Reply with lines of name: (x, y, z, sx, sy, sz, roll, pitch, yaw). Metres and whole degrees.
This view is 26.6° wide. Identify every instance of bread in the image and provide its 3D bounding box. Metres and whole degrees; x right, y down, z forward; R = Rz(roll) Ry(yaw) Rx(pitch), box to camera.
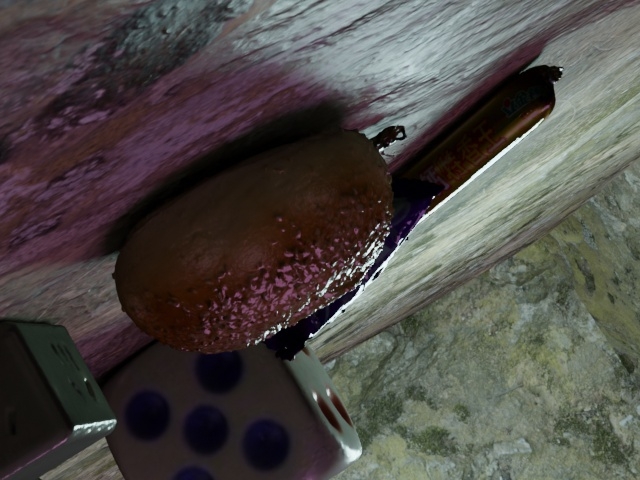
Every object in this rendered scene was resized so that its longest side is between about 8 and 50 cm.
bread: (-0.054, 0.008, 1.342, 0.306, 0.158, 0.305, -31, 170, -6)

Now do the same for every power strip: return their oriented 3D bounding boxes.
power strip: (-0.315, 0.176, 1.444, 0.139, 0.140, 0.224, -33, 172, 5)

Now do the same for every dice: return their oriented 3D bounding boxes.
dice: (-0.138, 0.279, 2.060, 0.304, 0.304, 0.277, -33, 170, 7)

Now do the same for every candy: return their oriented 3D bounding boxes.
candy: (0.020, 0.024, 1.530, 0.275, 0.070, 0.145, -48, -152, -16)

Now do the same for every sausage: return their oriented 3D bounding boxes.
sausage: (0.194, -0.116, 1.769, 0.082, 0.082, 0.371, -23, 167, -45)

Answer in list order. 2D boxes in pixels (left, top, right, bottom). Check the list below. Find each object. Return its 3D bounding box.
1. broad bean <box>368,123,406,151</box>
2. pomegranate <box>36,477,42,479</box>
broad bean: (-0.008, -0.039, 1.589, 0.144, 0.049, 0.292, -30, 170, -34)
pomegranate: (-0.542, 0.478, 2.128, 0.302, 0.236, 0.236, -4, 153, -46)
